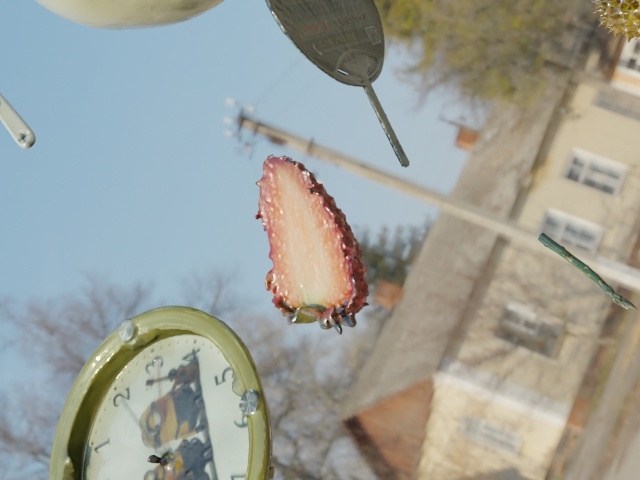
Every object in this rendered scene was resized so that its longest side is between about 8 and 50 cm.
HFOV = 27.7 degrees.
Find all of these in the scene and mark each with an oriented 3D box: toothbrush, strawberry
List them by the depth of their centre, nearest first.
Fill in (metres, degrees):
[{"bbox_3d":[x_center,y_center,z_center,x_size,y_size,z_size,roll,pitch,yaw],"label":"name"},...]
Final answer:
[{"bbox_3d":[0.004,0.001,1.501,0.087,0.167,0.208,-9,-81,-38],"label":"strawberry"},{"bbox_3d":[-0.552,-0.273,2.066,0.040,0.386,0.040,-32,-27,-18],"label":"toothbrush"}]

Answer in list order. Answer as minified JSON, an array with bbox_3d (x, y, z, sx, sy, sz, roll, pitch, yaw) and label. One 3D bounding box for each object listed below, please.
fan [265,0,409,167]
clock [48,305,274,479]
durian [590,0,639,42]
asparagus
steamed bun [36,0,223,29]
[{"bbox_3d":[0.036,-0.255,1.598,0.012,0.294,0.223,-27,28,34],"label":"fan"},{"bbox_3d":[-0.112,0.166,0.968,0.057,0.237,0.237,21,-90,-47],"label":"clock"},{"bbox_3d":[0.322,-0.269,1.187,0.137,0.168,0.158,-28,-78,-72],"label":"durian"},{"bbox_3d":[0.340,0.041,1.653,0.016,0.163,0.016,-2,-52,-51],"label":"asparagus"},{"bbox_3d":[-0.210,-0.360,1.288,0.233,0.334,0.311,-6,83,61],"label":"steamed bun"}]
